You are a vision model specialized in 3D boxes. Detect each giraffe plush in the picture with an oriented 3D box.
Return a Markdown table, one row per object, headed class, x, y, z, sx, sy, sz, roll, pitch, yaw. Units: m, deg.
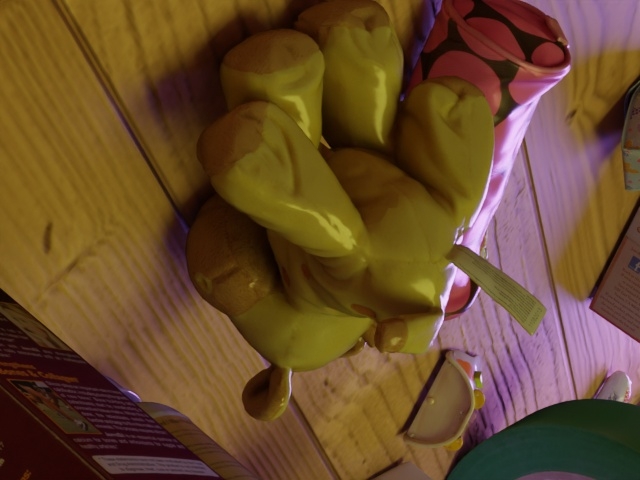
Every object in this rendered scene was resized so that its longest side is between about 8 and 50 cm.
| class | x | y | z | sx | sy | sz | roll | pitch | yaw |
| --- | --- | --- | --- | --- | --- | --- | --- | --- | --- |
| giraffe plush | 0.000 | 0.000 | 0.991 | 0.181 | 0.210 | 0.170 | -35 | 177 | -41 |

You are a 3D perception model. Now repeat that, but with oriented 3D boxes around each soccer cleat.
| class | x | y | z | sx | sy | sz | roll | pitch | yaw |
| --- | --- | --- | --- | --- | --- | --- | --- | --- | --- |
| soccer cleat | 0.280 | 0.163 | 1.787 | 0.035 | 0.029 | 0.083 | -30 | 151 | -47 |

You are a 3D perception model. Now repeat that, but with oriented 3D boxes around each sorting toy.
| class | x | y | z | sx | sy | sz | roll | pitch | yaw |
| --- | --- | --- | --- | --- | --- | --- | --- | --- | --- |
| sorting toy | 0.109 | 0.124 | 1.451 | 0.083 | 0.045 | 0.075 | -64 | 171 | 22 |

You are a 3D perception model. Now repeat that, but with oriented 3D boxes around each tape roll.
| class | x | y | z | sx | sy | sz | roll | pitch | yaw |
| --- | --- | --- | --- | --- | --- | --- | --- | --- | --- |
| tape roll | 0.243 | 0.297 | 1.551 | 0.077 | 0.321 | 0.321 | -20 | 139 | -48 |

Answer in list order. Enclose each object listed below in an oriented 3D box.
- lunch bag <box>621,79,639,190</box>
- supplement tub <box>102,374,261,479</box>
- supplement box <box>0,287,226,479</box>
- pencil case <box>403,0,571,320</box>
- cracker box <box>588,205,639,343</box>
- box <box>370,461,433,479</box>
| class | x | y | z | sx | sy | sz | roll | pitch | yaw |
| --- | --- | --- | --- | --- | --- | --- | --- | --- | --- |
| lunch bag | 0.261 | -0.087 | 1.418 | 0.071 | 0.053 | 0.083 | 65 | 39 | -61 |
| supplement tub | -0.086 | 0.179 | 0.995 | 0.144 | 0.200 | 0.144 | -39 | 151 | -27 |
| supplement box | -0.139 | 0.093 | 0.814 | 0.081 | 0.188 | 0.104 | -57 | 154 | 8 |
| pencil case | 0.090 | -0.052 | 1.133 | 0.098 | 0.095 | 0.209 | 5 | 127 | -20 |
| cracker box | 0.342 | -0.032 | 1.606 | 0.156 | 0.067 | 0.232 | -17 | 136 | -52 |
| box | 0.015 | 0.383 | 1.453 | 0.215 | 0.168 | 0.345 | -22 | 140 | -47 |
